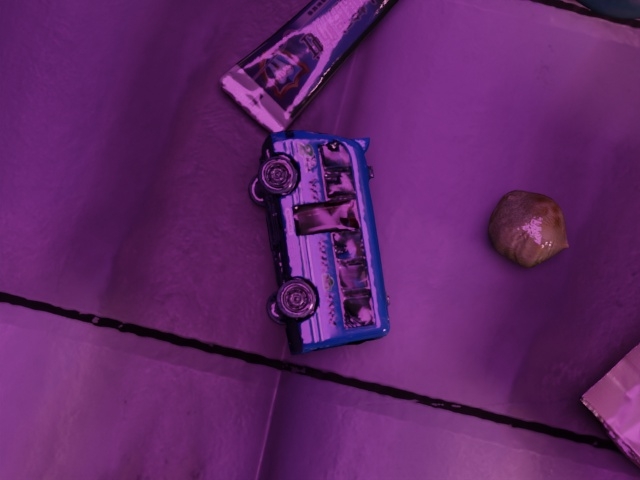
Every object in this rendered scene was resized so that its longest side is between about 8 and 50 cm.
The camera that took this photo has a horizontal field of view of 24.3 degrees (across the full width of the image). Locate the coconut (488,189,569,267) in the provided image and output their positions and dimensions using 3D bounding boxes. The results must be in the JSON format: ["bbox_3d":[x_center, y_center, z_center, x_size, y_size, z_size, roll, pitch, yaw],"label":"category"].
[{"bbox_3d":[0.241,-0.013,1.701,0.096,0.088,0.088,21,80,5],"label":"coconut"}]

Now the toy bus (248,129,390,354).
[{"bbox_3d":[0.000,0.000,1.666,0.134,0.113,0.246,-7,83,-9],"label":"toy bus"}]

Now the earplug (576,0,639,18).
[{"bbox_3d":[0.413,-0.403,1.758,0.257,0.164,0.280,-6,66,31],"label":"earplug"}]

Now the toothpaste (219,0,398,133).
[{"bbox_3d":[0.048,-0.289,1.739,0.099,0.061,0.392,44,83,1],"label":"toothpaste"}]

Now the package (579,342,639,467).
[{"bbox_3d":[0.442,0.200,1.673,0.204,0.062,0.251,-43,95,0],"label":"package"}]
